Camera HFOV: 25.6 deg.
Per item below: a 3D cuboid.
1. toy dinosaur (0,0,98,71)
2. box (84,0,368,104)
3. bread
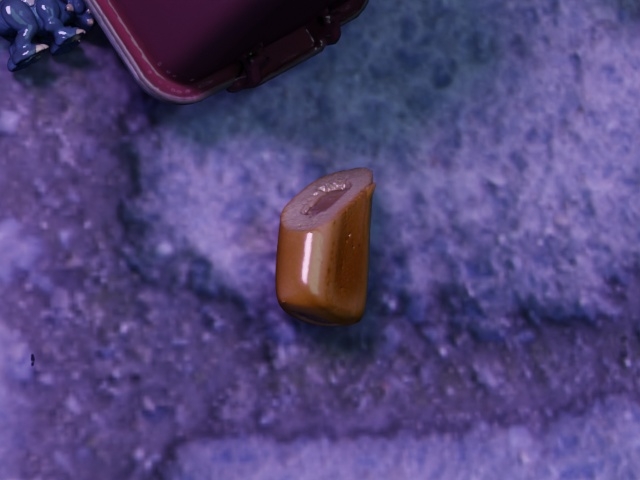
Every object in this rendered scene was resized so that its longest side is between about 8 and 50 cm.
[{"bbox_3d":[-0.163,-0.127,0.799,0.083,0.030,0.047,-27,90,-26],"label":"toy dinosaur"},{"bbox_3d":[-0.059,-0.244,0.777,0.193,0.167,0.294,-34,94,-37],"label":"box"},{"bbox_3d":[0.000,-0.002,0.832,0.062,0.049,0.103,20,69,-48],"label":"bread"}]
